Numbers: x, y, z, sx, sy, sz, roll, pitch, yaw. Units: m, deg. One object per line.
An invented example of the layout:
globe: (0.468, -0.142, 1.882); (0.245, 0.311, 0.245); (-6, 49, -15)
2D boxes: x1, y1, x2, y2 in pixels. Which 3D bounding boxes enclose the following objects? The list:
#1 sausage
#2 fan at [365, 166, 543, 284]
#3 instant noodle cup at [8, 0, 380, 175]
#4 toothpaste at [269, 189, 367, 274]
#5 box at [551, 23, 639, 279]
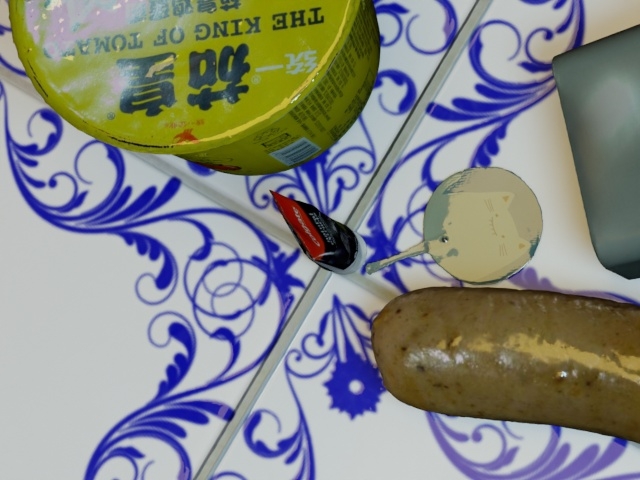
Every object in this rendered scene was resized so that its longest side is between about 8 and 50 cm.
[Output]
sausage: (0.283, 0.123, 1.462); (0.501, 0.123, 0.136); (11, 108, 15)
fan: (0.123, -0.003, 1.592); (0.175, 0.005, 0.113); (-21, 75, 10)
instant noodle cup: (-0.088, -0.205, 1.557); (0.326, 0.254, 0.325); (-3, 78, 15)
toothpaste: (0.000, 0.000, 1.525); (0.045, 0.193, 0.071); (-34, 74, 8)
box: (0.299, -0.079, 1.489); (0.135, 0.163, 0.243); (-17, 76, 20)
